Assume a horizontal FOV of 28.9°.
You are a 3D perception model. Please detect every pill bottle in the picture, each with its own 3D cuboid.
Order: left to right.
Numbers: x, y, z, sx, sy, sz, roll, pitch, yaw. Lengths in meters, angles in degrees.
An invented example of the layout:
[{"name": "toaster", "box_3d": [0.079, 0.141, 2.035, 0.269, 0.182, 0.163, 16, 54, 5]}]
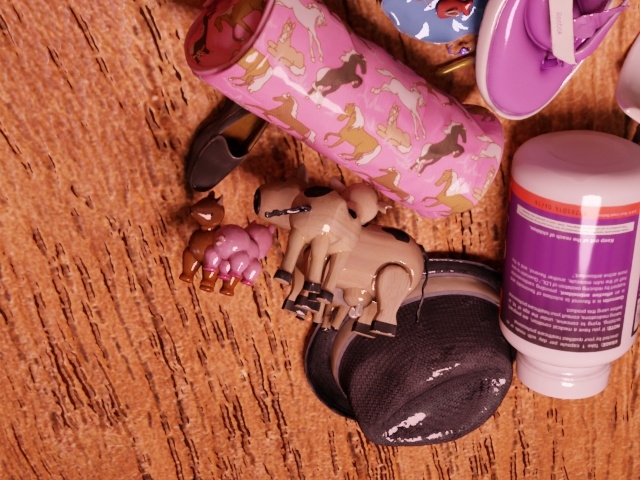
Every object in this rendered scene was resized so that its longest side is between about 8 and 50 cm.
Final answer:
[{"name": "pill bottle", "box_3d": [0.323, 0.034, 1.588, 0.181, 0.181, 0.323, -3, 116, -9]}]

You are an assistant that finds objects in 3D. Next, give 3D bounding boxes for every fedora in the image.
[{"name": "fedora", "box_3d": [0.147, 0.183, 1.725, 0.334, 0.152, 0.334, -6, 128, -7]}]

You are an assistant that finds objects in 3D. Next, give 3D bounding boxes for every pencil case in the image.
[{"name": "pencil case", "box_3d": [0.037, -0.163, 1.411, 0.386, 0.167, 0.160, 30, 157, -31]}]

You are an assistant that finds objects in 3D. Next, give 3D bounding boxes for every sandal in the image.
[{"name": "sandal", "box_3d": [0.302, -0.298, 1.388, 0.169, 0.102, 0.416, 5, 127, -30]}]

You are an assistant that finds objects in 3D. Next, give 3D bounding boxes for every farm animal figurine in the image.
[{"name": "farm animal figurine", "box_3d": [0.000, 0.000, 1.485, 0.326, 0.330, 0.172, 23, 78, -31]}]

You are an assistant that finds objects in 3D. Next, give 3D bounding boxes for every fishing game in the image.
[{"name": "fishing game", "box_3d": [0.152, -0.304, 1.412, 0.189, 0.041, 0.264, -19, 129, 1]}]

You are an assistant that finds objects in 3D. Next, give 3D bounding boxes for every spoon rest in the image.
[{"name": "spoon rest", "box_3d": [0.446, -0.268, 1.487, 0.137, 0.084, 0.276, 28, 105, -30]}]

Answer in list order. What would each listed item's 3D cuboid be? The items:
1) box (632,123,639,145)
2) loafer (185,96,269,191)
[{"name": "box", "box_3d": [0.519, -0.064, 1.651, 0.242, 0.076, 0.307, 5, 127, -14]}, {"name": "loafer", "box_3d": [-0.111, -0.118, 1.491, 0.062, 0.061, 0.170, 19, 123, -26]}]
